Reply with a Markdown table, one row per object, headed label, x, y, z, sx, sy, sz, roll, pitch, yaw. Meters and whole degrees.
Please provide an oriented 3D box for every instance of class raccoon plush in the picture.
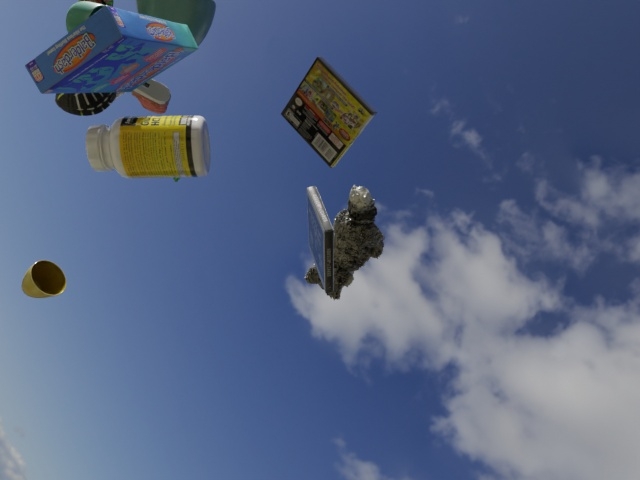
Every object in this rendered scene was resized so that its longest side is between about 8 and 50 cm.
| label | x | y | z | sx | sy | sz | roll | pitch | yaw |
| --- | --- | --- | --- | --- | --- | --- | --- | --- | --- |
| raccoon plush | 0.056 | 0.013 | 1.772 | 0.216 | 0.299 | 0.446 | 30 | -21 | 32 |

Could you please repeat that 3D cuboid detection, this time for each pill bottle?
| label | x | y | z | sx | sy | sz | roll | pitch | yaw |
| --- | --- | --- | --- | --- | --- | --- | --- | --- | --- |
| pill bottle | -0.516 | -0.284 | 1.467 | 0.188 | 0.334 | 0.187 | 178 | -90 | -85 |

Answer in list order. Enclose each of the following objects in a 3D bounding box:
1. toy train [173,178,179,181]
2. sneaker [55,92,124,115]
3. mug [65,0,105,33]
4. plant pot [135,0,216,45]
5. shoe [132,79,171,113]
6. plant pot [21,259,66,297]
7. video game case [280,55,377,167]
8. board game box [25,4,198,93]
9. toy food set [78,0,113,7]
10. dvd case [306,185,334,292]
| label | x | y | z | sx | sy | sz | roll | pitch | yaw |
| --- | --- | --- | --- | --- | --- | --- | --- | --- | --- |
| toy train | -0.610 | -0.290 | 2.099 | 0.017 | 0.083 | 0.023 | 29 | -14 | 50 |
| sneaker | -0.667 | -0.473 | 1.442 | 0.121 | 0.300 | 0.111 | 28 | -40 | 17 |
| mug | -0.687 | -0.624 | 1.415 | 0.098 | 0.157 | 0.129 | 18 | -34 | 13 |
| plant pot | -0.547 | -0.809 | 1.800 | 0.290 | 0.290 | 0.195 | 13 | -81 | 41 |
| shoe | -0.453 | -0.378 | 1.178 | 0.178 | 0.063 | 0.081 | 31 | -23 | -13 |
| plant pot | -0.970 | 0.148 | 1.665 | 0.095 | 0.134 | 0.134 | -27 | -86 | 18 |
| video game case | 0.020 | -0.429 | 1.625 | 0.275 | 0.035 | 0.248 | 48 | -54 | 11 |
| board game box | -0.306 | -0.282 | 0.737 | 0.160 | 0.210 | 0.047 | -23 | -79 | 20 |
| toy food set | -0.753 | -0.815 | 1.644 | 0.071 | 0.128 | 0.218 | 31 | -27 | 1 |
| dvd case | 0.000 | 0.000 | 1.301 | 0.238 | 0.030 | 0.179 | 88 | -14 | -45 |
